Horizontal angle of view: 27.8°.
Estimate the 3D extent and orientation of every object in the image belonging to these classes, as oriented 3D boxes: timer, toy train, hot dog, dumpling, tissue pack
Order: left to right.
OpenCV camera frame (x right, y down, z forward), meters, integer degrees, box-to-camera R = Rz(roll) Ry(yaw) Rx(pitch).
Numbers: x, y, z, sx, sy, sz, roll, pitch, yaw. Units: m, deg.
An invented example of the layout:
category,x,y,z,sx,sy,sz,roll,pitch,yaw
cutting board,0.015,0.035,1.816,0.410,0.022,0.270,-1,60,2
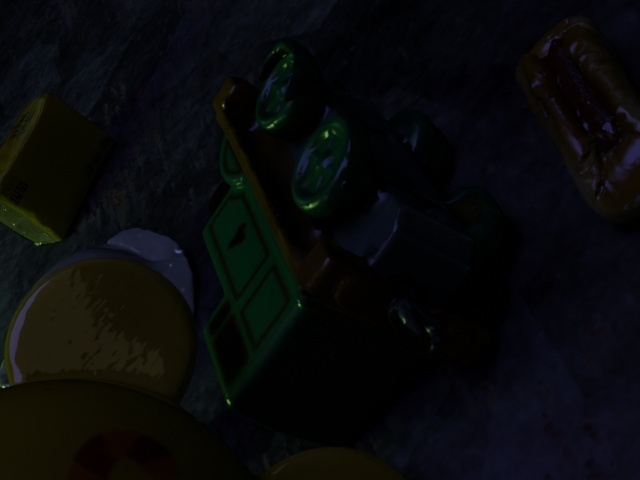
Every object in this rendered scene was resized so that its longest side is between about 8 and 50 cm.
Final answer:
category,x,y,z,sx,sy,sz,roll,pitch,yaw
tissue pack,-0.365,-0.093,1.710,0.082,0.120,0.169,-7,52,51
timer,-0.152,0.239,0.923,0.387,0.376,0.376,-49,30,-17
dumpling,-0.218,0.085,1.369,0.179,0.131,0.252,10,44,30
toy train,0.000,0.000,1.112,0.249,0.178,0.429,-55,30,17
hot dog,0.212,-0.110,1.029,0.084,0.073,0.243,-35,36,17

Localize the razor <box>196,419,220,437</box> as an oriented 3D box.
category,x,y,z,sx,sy,sz,roll,pitch,yaw
razor,-0.190,0.259,1.187,0.232,0.106,0.068,-63,30,5
